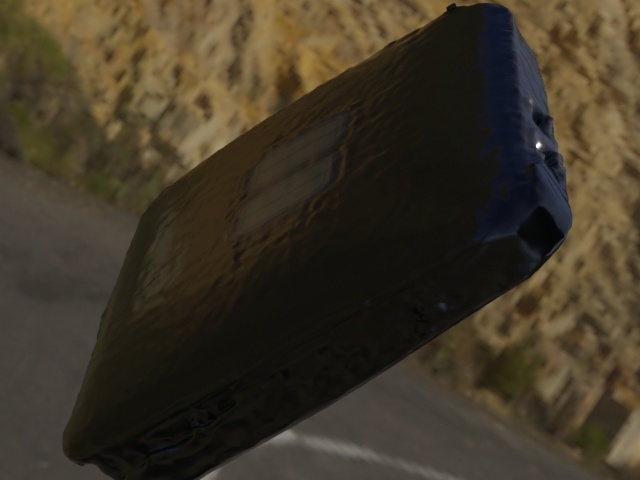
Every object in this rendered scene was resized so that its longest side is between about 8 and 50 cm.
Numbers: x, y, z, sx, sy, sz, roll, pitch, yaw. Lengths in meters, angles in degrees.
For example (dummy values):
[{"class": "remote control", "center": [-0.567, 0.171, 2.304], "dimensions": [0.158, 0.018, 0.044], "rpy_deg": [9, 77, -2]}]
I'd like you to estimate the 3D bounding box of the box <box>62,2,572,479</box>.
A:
[{"class": "box", "center": [0.000, 0.000, 1.099], "dimensions": [0.091, 0.359, 0.350], "rpy_deg": [50, 21, -22]}]
